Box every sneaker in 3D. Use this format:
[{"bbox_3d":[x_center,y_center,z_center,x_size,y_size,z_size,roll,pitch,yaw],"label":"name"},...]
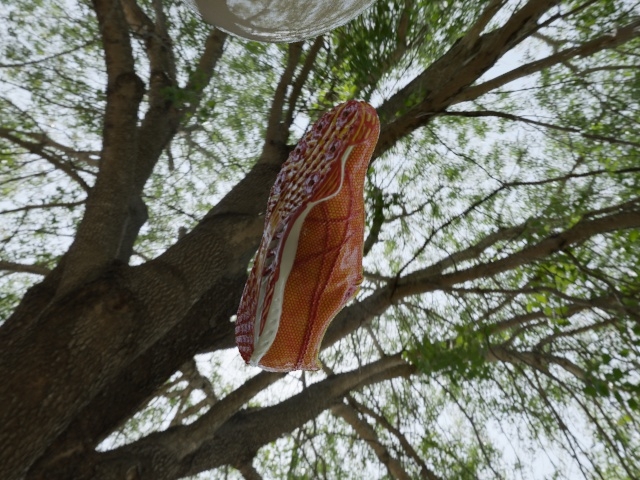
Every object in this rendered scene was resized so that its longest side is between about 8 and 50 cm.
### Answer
[{"bbox_3d":[0.000,0.000,0.346,0.067,0.064,0.175,12,-72,-28],"label":"sneaker"}]

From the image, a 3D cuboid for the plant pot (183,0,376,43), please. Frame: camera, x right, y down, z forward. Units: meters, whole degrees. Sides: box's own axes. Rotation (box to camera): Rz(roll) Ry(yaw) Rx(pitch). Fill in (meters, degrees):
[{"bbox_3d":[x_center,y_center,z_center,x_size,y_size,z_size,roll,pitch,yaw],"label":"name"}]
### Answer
[{"bbox_3d":[-0.004,-0.321,0.492,0.283,0.191,0.285,-13,-65,-29],"label":"plant pot"}]
